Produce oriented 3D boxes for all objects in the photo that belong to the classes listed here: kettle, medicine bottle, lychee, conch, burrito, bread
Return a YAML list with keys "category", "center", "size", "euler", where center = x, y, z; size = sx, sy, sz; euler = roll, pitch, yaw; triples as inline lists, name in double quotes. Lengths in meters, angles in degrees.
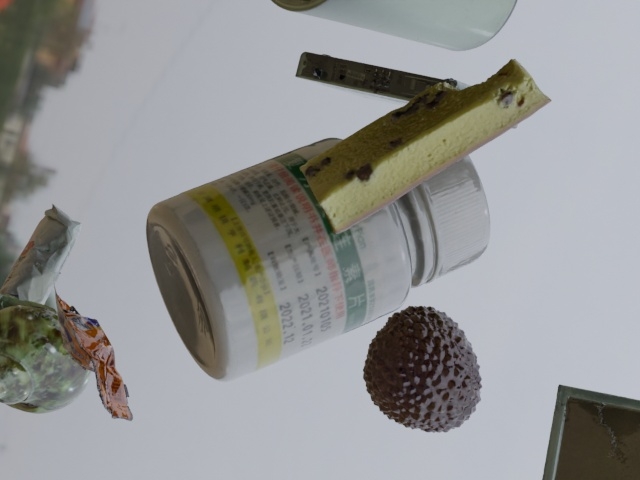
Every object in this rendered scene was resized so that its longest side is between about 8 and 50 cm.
- category: "kettle"
  center: [0.154, -0.441, 2.507]
  size: [0.361, 0.377, 0.250]
  euler: [-10, -105, 45]
- category: "medicine bottle"
  center: [0.000, 0.000, 1.812]
  size: [0.208, 0.340, 0.208]
  euler: [54, -23, 35]
- category: "lychee"
  center: [0.160, 0.203, 2.494]
  size: [0.188, 0.188, 0.188]
  euler: [-164, -90, -79]
- category: "conch"
  center: [-0.356, 0.131, 1.928]
  size: [0.181, 0.187, 0.124]
  euler: [41, 72, -77]
- category: "burrito"
  center: [-0.369, 0.041, 2.141]
  size: [0.064, 0.064, 0.203]
  euler: [119, -6, -49]
- category: "bread"
  center: [0.092, -0.093, 1.489]
  size: [0.226, 0.049, 0.088]
  euler: [-32, -151, 3]

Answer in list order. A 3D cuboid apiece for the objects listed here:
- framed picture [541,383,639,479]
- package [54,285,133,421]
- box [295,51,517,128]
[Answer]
- category: "framed picture"
  center: [0.478, 0.352, 2.453]
  size: [0.018, 0.293, 0.231]
  euler: [74, 28, -74]
- category: "package"
  center: [-0.173, 0.085, 1.255]
  size: [0.110, 0.033, 0.077]
  euler: [57, -18, 23]
- category: "box"
  center: [0.122, -0.213, 2.317]
  size: [0.270, 0.211, 0.045]
  euler: [16, -87, 37]
